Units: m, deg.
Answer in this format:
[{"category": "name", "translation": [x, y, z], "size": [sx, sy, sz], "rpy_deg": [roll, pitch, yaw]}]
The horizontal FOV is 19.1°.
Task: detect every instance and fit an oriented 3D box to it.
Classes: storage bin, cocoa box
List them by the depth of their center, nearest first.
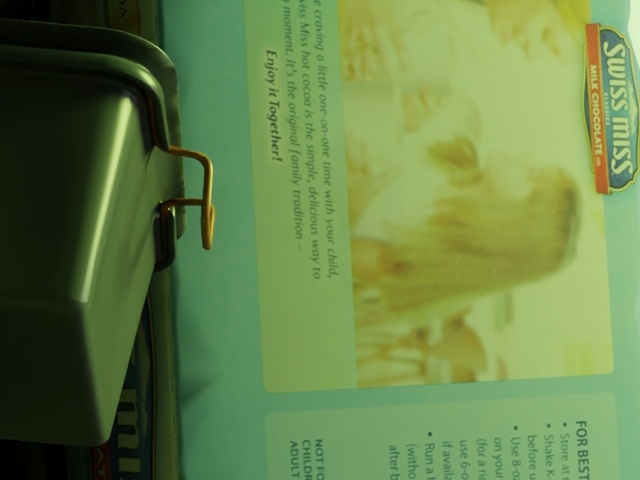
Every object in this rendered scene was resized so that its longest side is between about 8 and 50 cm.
[{"category": "storage bin", "translation": [-0.086, 0.006, 0.617], "size": [0.135, 0.098, 0.091], "rpy_deg": [94, 2, -61]}, {"category": "cocoa box", "translation": [0.000, 0.000, 0.836], "size": [0.228, 0.231, 0.347], "rpy_deg": [169, -81, -66]}]
